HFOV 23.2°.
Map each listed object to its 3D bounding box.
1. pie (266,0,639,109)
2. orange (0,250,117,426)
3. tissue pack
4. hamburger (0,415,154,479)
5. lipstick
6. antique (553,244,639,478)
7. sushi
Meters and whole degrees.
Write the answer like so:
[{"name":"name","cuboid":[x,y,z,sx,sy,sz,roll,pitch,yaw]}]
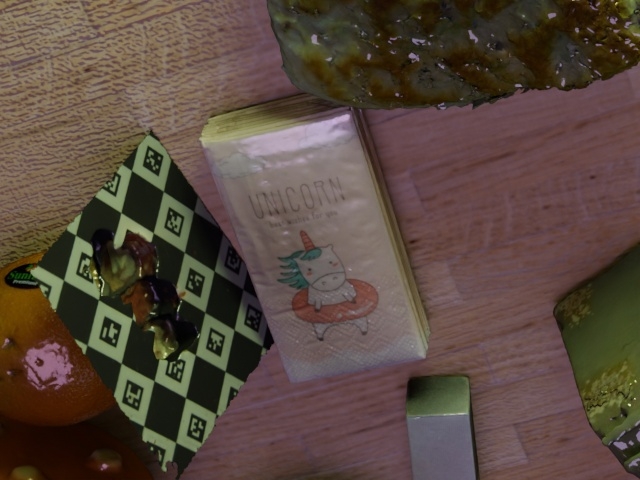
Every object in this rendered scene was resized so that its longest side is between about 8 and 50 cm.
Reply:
[{"name":"pie","cuboid":[0.121,-0.288,1.430,0.418,0.180,0.395,-10,123,19]},{"name":"orange","cuboid":[-0.295,0.109,1.712,0.206,0.206,0.206,2,123,3]},{"name":"tissue pack","cuboid":[0.000,0.000,1.688,0.170,0.071,0.325,-10,122,13]},{"name":"hamburger","cuboid":[-0.362,0.364,1.794,0.396,0.395,0.277,4,124,2]},{"name":"lipstick","cuboid":[0.157,0.332,1.890,0.080,0.076,0.371,-4,123,8]},{"name":"antique","cuboid":[0.338,0.146,1.629,0.125,0.284,0.150,40,116,-20]},{"name":"sushi","cuboid":[-0.181,0.071,1.661,0.050,0.264,0.290,-10,122,39]}]
